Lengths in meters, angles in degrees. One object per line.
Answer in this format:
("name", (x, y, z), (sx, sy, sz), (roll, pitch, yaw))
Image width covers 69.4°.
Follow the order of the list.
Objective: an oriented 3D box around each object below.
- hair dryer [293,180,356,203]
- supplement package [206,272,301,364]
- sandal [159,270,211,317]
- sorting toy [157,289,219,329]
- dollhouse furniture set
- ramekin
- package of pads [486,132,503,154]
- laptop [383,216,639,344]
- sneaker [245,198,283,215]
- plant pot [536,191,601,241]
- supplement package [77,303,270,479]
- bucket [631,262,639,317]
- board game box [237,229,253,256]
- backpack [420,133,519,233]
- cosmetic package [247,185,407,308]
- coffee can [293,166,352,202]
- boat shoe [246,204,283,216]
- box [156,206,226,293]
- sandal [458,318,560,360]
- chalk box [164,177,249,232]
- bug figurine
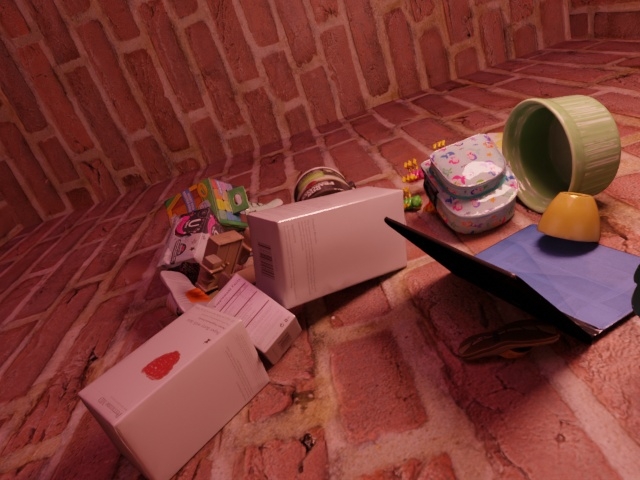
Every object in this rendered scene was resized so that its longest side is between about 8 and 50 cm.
("hair dryer", (0.012, -0.156, 1.764), (0.293, 0.080, 0.223), (-18, 25, 4))
("supplement package", (-0.148, 0.177, 1.046), (0.179, 0.105, 0.105), (33, 70, 23))
("sandal", (-0.383, 0.166, 1.292), (0.102, 0.076, 0.265), (7, 17, -38))
("sorting toy", (-0.291, 0.229, 1.247), (0.229, 0.041, 0.307), (-26, 25, -25))
("dollhouse furniture set", (-0.170, 0.136, 1.320), (0.355, 0.174, 0.303), (34, 29, 23))
("ramekin", (0.630, -0.234, 1.221), (0.148, 0.303, 0.303), (-14, 24, -7))
("package of pads", (0.595, -0.270, 1.545), (0.296, 0.101, 0.229), (-36, 30, -33))
("laptop", (0.420, 0.010, 0.949), (0.236, 0.408, 0.382), (-57, 29, 0))
("sneaker", (-0.283, -0.151, 1.871), (0.256, 0.151, 0.094), (-27, 12, -18))
("plant pot", (0.580, -0.060, 1.068), (0.134, 0.095, 0.134), (4, 14, -1))
("supplement package", (-0.283, 0.294, 0.932), (0.177, 0.175, 0.293), (7, 36, 43))
("bucket", (0.617, 0.062, 0.648), (0.183, 0.281, 0.281), (-24, 23, -32))
("board game box", (-0.291, 0.017, 1.672), (0.243, 0.042, 0.165), (-18, 24, 4))
("backpack", (0.420, -0.154, 1.286), (0.225, 0.191, 0.253), (-21, 60, 2))
("cosmetic package", (0.030, 0.001, 1.161), (0.385, 0.217, 0.156), (-15, 18, -33))
("coffee can", (0.021, -0.111, 1.519), (0.201, 0.201, 0.275), (-19, 24, 0))
("boat shoe", (-0.241, -0.084, 1.784), (0.227, 0.069, 0.081), (-11, -4, 12))
("box", (-0.405, 0.036, 1.507), (0.142, 0.163, 0.247), (-14, 40, 12))
("sandal", (0.344, 0.191, 0.847), (0.180, 0.049, 0.072), (-24, 15, 26))
("chalk box", (-0.396, -0.109, 1.708), (0.289, 0.180, 0.179), (-24, -14, 25))
("bug figurine", (0.351, -0.184, 1.504), (0.216, 0.072, 0.279), (-12, 52, 44))
